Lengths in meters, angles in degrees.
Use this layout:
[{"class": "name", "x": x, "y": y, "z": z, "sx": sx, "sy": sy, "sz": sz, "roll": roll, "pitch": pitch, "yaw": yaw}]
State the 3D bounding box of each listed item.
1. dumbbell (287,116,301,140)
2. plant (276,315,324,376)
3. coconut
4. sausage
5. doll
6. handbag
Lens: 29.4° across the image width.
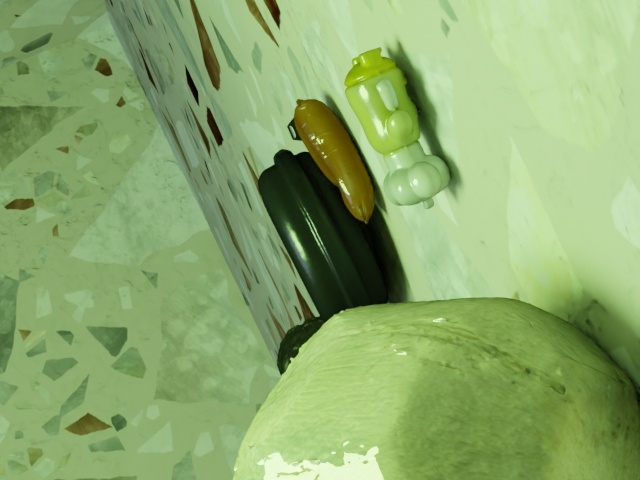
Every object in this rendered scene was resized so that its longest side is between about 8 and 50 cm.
[{"class": "dumbbell", "x": -0.020, "y": -0.153, "z": 1.626, "sx": 0.036, "sy": 0.040, "sz": 0.083, "roll": 36, "pitch": 174, "yaw": -8}, {"class": "plant", "x": 0.052, "y": 0.240, "z": 1.819, "sx": 0.181, "sy": 0.194, "sz": 0.320, "roll": 57, "pitch": -179, "yaw": -33}, {"class": "coconut", "x": 0.095, "y": 0.218, "z": 1.013, "sx": 0.360, "sy": 0.346, "sz": 0.346, "roll": -7, "pitch": 111, "yaw": 43}, {"class": "sausage", "x": 0.020, "y": -0.103, "z": 1.486, "sx": 0.183, "sy": 0.054, "sz": 0.062, "roll": 59, "pitch": -161, "yaw": 20}, {"class": "doll", "x": 0.072, "y": -0.105, "z": 1.173, "sx": 0.106, "sy": 0.062, "sz": 0.162, "roll": -154, "pitch": 42, "yaw": -82}, {"class": "handbag", "x": -0.001, "y": 0.001, "z": 1.622, "sx": 0.253, "sy": 0.093, "sz": 0.308, "roll": 61, "pitch": 177, "yaw": 6}]
